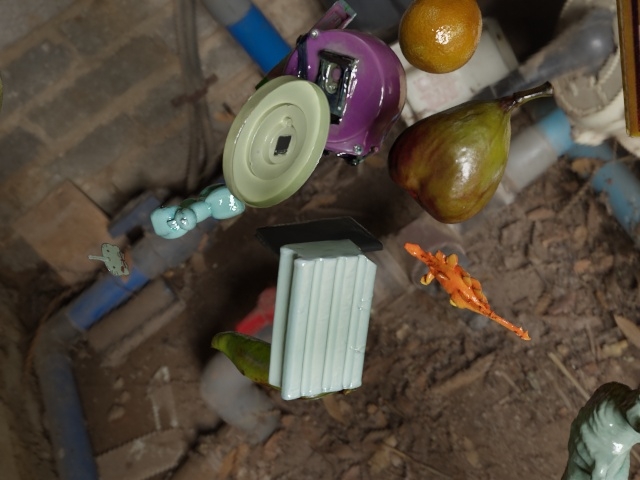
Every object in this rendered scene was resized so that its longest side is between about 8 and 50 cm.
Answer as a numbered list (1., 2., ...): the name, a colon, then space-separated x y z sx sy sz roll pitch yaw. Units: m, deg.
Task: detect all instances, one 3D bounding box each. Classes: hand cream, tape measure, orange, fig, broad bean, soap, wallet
1. hand cream: -0.035 -0.419 2.034 0.275 0.050 0.079 -44 71 11
2. tape measure: 0.035 -0.268 1.705 0.232 0.149 0.245 19 106 26
3. orange: 0.276 -0.481 2.108 0.206 0.206 0.206 -16 51 20
4. fig: 0.234 -0.148 1.388 0.274 0.145 0.170 -41 81 17
5. broad bean: -0.075 0.229 1.640 0.339 0.061 0.077 16 75 32
6. soap: 0.001 0.102 1.203 0.119 0.197 0.066 -5 24 -29
7. wallet: 0.000 -0.001 1.801 0.124 0.244 0.025 43 129 39

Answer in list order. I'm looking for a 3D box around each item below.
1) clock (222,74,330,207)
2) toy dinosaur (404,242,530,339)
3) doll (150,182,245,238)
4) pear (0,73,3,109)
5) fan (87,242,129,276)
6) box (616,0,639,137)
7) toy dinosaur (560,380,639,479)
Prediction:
1. clock: -0.070 -0.163 1.548 0.029 0.235 0.235 29 75 32
2. toy dinosaur: 0.259 0.086 1.671 0.288 0.117 0.070 41 85 24
3. doll: -0.213 -0.050 1.590 0.159 0.059 0.159 -20 13 -10
4. pear: -0.692 -0.221 1.576 0.288 0.375 0.287 5 55 -7
5. fan: -0.306 0.026 1.325 0.004 0.083 0.055 -32 70 21
6. box: 0.296 -0.251 0.755 0.084 0.301 0.192 5 57 25
7. toy dinosaur: 0.355 0.299 1.177 0.092 0.393 0.205 3 61 -16
